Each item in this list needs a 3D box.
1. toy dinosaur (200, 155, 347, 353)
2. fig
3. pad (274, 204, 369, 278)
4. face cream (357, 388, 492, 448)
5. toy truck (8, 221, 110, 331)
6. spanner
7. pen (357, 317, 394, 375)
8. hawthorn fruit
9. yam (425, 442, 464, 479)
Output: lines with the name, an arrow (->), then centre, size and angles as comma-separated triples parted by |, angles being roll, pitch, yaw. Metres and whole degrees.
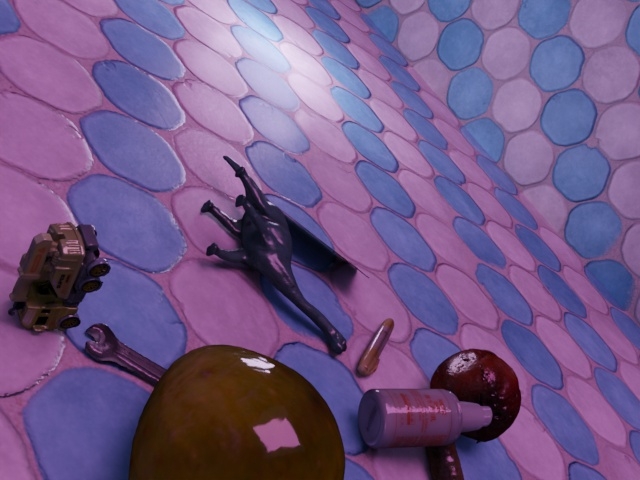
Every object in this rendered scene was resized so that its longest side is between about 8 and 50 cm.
toy dinosaur -> -0.076, 0.022, 1.507 | 0.331, 0.129, 0.384 | 40, 23, -27
fig -> -0.110, 0.250, 0.934 | 0.258, 0.258, 0.326 | 24, 19, -31
pad -> 0.000, 0.000, 1.636 | 0.243, 0.004, 0.163 | 37, 0, -9
face cream -> 0.196, 0.310, 1.329 | 0.251, 0.101, 0.101 | 5, 41, -24
toy truck -> -0.353, 0.048, 0.998 | 0.100, 0.169, 0.077 | 3, 47, -42
spanner -> -0.211, 0.213, 1.104 | 0.302, 0.017, 0.071 | 34, 27, -17
pen -> 0.116, 0.213, 1.522 | 0.040, 0.032, 0.233 | 64, 25, -8
hawthorn fruit -> 0.301, 0.287, 1.514 | 0.181, 0.181, 0.235 | 33, 16, -15
yam -> 0.227, 0.423, 1.324 | 0.061, 0.061, 0.274 | 27, 31, -26
